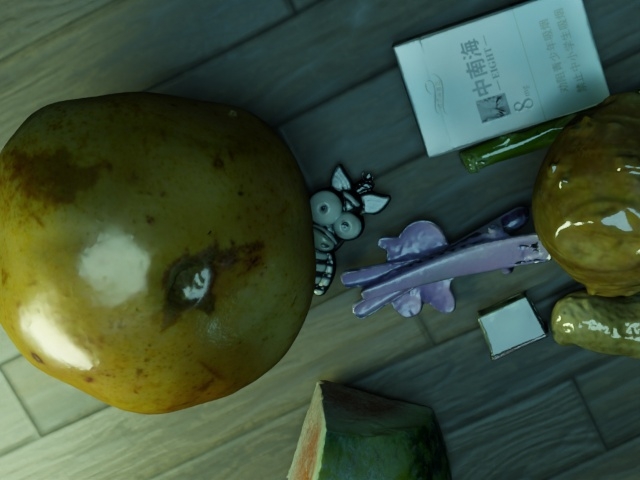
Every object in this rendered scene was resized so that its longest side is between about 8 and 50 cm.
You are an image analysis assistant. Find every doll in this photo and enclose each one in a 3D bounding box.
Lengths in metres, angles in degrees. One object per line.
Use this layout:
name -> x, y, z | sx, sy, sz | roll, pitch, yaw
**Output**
doll -> 0.000, 0.000, 1.713 | 0.091, 0.067, 0.219 | 36, 102, 6

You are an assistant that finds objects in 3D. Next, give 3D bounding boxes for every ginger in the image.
ginger -> 0.352, -0.042, 1.563 | 0.223, 0.269, 0.200 | 21, 66, -13

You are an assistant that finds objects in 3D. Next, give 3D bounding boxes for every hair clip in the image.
hair clip -> 0.171, 0.033, 1.705 | 0.278, 0.090, 0.137 | -15, 115, 15

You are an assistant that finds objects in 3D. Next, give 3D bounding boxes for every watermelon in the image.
watermelon -> 0.056, 0.315, 1.736 | 0.310, 0.232, 0.193 | 6, 107, -44

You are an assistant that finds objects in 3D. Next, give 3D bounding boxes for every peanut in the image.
peanut -> 0.407, 0.116, 1.702 | 0.214, 0.099, 0.099 | 6, 104, 8

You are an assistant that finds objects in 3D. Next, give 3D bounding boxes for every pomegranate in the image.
pomegranate -> -0.207, -0.001, 1.583 | 0.417, 0.416, 0.416 | 1, 104, 4

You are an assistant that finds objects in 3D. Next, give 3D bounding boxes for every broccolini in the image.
broccolini -> 0.372, -0.137, 1.648 | 0.392, 0.074, 0.078 | -18, 119, 11

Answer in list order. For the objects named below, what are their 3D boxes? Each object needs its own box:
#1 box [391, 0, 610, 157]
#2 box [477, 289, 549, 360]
box -> 0.227, -0.214, 1.643 | 0.243, 0.067, 0.155 | -16, 101, 8
box -> 0.252, 0.111, 1.727 | 0.085, 0.060, 0.063 | -26, 96, 11
